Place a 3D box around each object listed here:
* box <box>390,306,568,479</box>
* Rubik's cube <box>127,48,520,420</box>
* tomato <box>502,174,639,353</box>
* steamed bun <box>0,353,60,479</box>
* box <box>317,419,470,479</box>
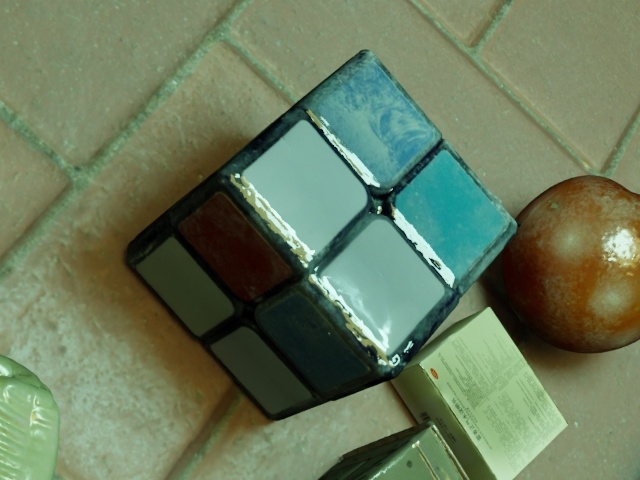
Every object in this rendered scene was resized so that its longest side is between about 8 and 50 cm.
[{"bbox_3d":[0.226,0.231,1.693,0.168,0.095,0.212,-33,90,-37],"label":"box"},{"bbox_3d":[0.000,0.000,1.513,0.313,0.316,0.318,50,54,-6],"label":"Rubik's cube"},{"bbox_3d":[0.392,0.040,1.769,0.265,0.265,0.265,11,67,-27],"label":"tomato"},{"bbox_3d":[-0.461,0.236,1.190,0.339,0.247,0.352,36,47,-34],"label":"steamed bun"},{"bbox_3d":[0.098,0.416,1.468,0.190,0.225,0.297,-31,88,-36],"label":"box"}]
